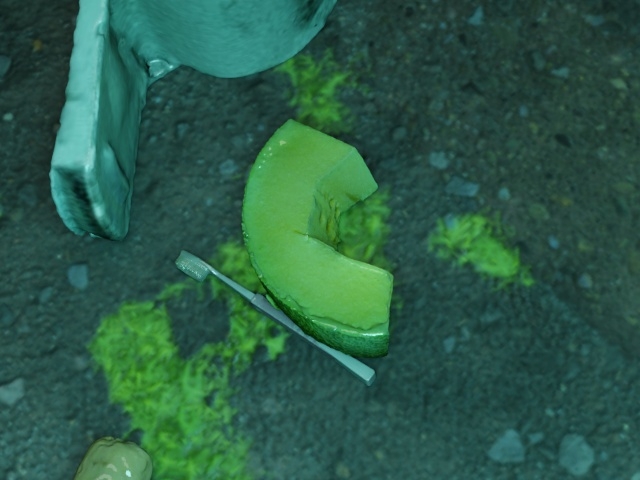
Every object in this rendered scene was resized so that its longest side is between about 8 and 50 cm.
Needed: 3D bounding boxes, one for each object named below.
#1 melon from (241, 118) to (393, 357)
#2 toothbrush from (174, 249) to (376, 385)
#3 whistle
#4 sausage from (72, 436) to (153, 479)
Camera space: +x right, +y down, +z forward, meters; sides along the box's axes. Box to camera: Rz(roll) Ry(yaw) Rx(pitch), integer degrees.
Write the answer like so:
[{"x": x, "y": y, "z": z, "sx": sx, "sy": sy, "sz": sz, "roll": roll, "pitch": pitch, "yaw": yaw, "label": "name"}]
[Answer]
[{"x": 0.000, "y": 0.000, "z": 1.538, "sx": 0.118, "sy": 0.064, "sz": 0.210, "roll": -4, "pitch": 57, "yaw": 6, "label": "melon"}, {"x": -0.037, "y": 0.060, "z": 1.549, "sx": 0.194, "sy": 0.014, "sz": 0.017, "roll": 30, "pitch": 73, "yaw": 19, "label": "toothbrush"}, {"x": -0.129, "y": -0.200, "z": 1.593, "sx": 0.188, "sy": 0.168, "sz": 0.405, "roll": 33, "pitch": 74, "yaw": 19, "label": "whistle"}, {"x": -0.206, "y": 0.285, "z": 1.450, "sx": 0.065, "sy": 0.066, "sz": 0.301, "roll": 21, "pitch": 73, "yaw": 16, "label": "sausage"}]
